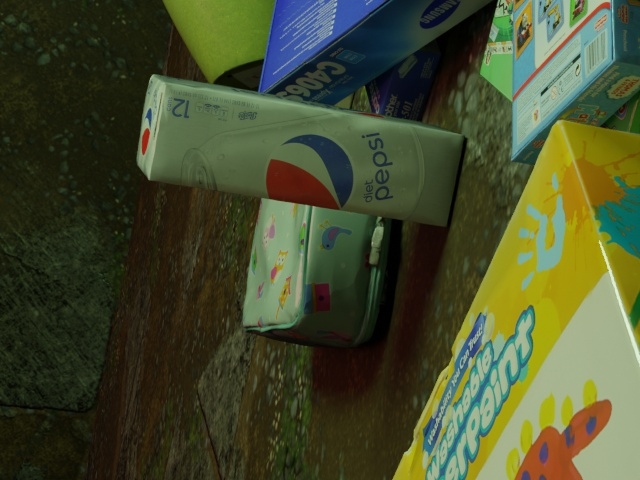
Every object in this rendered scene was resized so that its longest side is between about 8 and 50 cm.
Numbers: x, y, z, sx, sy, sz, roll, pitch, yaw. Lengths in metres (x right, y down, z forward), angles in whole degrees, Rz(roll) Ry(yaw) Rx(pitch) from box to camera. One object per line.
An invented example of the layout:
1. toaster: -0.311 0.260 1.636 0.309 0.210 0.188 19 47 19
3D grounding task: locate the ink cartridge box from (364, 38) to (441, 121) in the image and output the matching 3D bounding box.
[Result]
1. ink cartridge box: 0.076 -0.208 1.670 0.207 0.046 0.097 -102 24 -54

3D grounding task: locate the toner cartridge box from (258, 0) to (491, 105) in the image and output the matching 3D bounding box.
1. toner cartridge box: 0.056 -0.255 1.558 0.348 0.075 0.165 -27 51 59

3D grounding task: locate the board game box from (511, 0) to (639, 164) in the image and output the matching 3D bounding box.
1. board game box: 0.176 -0.177 1.083 0.160 0.039 0.212 130 145 -64

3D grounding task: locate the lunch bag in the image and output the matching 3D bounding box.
1. lunch bag: 0.000 0.000 1.718 0.279 0.107 0.224 163 118 -74

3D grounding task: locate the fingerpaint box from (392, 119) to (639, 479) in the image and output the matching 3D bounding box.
1. fingerpaint box: 0.155 0.227 0.855 0.371 0.163 0.445 -99 23 -49

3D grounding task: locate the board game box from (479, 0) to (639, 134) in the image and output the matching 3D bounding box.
1. board game box: 0.202 -0.179 1.155 0.317 0.046 0.214 -118 38 -67

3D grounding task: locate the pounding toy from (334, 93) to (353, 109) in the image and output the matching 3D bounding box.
1. pounding toy: -0.022 -0.170 1.919 0.130 0.100 0.141 -118 39 -68

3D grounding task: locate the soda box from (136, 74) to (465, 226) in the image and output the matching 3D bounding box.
1. soda box: -0.020 -0.082 1.475 0.098 0.286 0.091 -143 63 -73

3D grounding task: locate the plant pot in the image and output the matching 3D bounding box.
1. plant pot: -0.103 -0.350 2.101 0.275 0.274 0.294 133 127 -66
